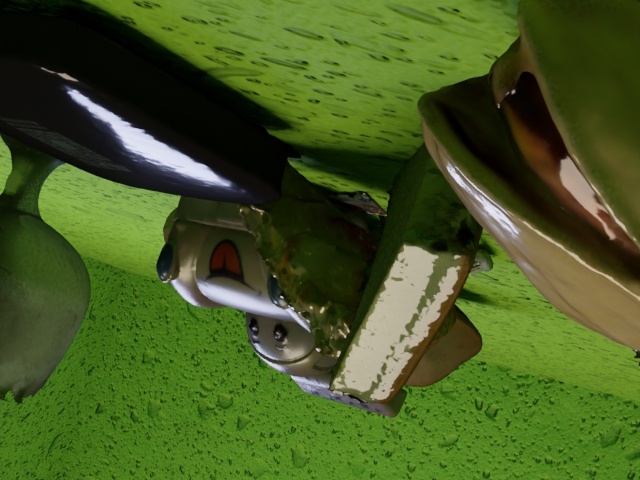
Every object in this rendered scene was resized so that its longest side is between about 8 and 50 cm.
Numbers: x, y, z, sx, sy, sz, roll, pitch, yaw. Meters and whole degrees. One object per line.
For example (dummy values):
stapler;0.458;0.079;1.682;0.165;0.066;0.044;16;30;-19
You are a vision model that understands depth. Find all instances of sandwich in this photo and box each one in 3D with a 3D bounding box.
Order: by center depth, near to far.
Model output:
sandwich;0.088;-0.024;0.786;0.063;0.245;0.212;21;137;-3

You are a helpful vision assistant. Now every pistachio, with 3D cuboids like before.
pistachio;0.150;-0.025;0.496;0.229;0.157;0.157;30;167;-25
pistachio;0.140;0.133;1.674;0.212;0.163;0.260;-10;148;24

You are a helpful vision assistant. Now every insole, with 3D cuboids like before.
insole;-0.065;-0.100;0.972;0.045;0.002;0.135;9;169;42

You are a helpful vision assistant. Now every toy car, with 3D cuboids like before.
toy car;-0.024;0.077;1.295;0.242;0.227;0.336;11;173;38

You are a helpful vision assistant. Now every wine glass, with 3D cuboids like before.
wine glass;-0.363;0.012;1.221;0.237;0.323;0.238;16;175;1

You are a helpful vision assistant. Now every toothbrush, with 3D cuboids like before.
toothbrush;0.131;0.013;1.080;0.037;0.028;0.375;-20;169;17

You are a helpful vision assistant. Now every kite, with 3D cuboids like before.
kite;0.013;-0.049;1.155;0.156;0.011;0.139;20;169;-31

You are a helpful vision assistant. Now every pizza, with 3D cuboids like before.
pizza;0.000;0.000;0.977;0.287;0.075;0.280;44;-161;9

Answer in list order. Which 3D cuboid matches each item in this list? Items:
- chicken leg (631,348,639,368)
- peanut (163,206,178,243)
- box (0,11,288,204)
chicken leg;0.522;0.171;1.362;0.227;0.088;0.103;5;180;41
peanut;-0.144;-0.004;1.441;0.140;0.109;0.159;28;-172;-4
box;-0.206;-0.114;0.896;0.290;0.073;0.289;10;168;40
